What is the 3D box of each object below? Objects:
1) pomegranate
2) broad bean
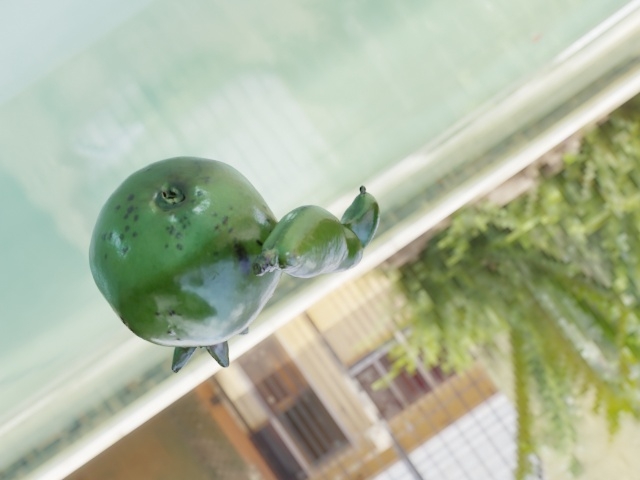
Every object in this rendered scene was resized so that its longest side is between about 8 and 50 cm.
[{"bbox_3d":[-0.120,0.030,1.478,0.181,0.181,0.224,-34,150,-17],"label":"pomegranate"},{"bbox_3d":[0.000,0.000,1.339,0.048,0.070,0.213,9,-165,21],"label":"broad bean"}]
